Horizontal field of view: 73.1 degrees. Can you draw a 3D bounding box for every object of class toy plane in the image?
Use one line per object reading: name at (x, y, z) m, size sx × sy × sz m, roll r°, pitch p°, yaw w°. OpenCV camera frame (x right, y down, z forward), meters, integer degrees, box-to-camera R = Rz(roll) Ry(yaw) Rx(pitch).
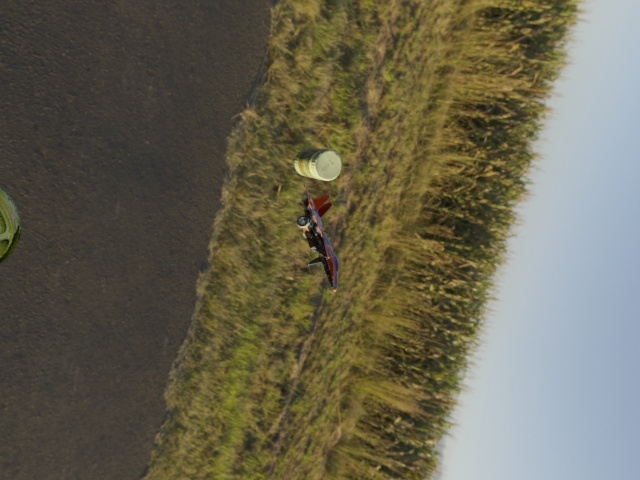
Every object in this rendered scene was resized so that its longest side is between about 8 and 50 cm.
toy plane at (-0.004, 0.000, 0.750) m, size 0.130 × 0.061 × 0.189 m, roll 67°, pitch 16°, yaw -66°

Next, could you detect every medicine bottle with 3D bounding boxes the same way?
medicine bottle at (-0.006, -0.119, 0.671) m, size 0.047 × 0.083 × 0.047 m, roll -6°, pitch 104°, yaw -23°

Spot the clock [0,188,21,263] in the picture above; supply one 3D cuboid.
clock at (-0.895, -0.047, 1.050) m, size 0.276 × 0.071 × 0.293 m, roll 70°, pitch 21°, yaw -5°
